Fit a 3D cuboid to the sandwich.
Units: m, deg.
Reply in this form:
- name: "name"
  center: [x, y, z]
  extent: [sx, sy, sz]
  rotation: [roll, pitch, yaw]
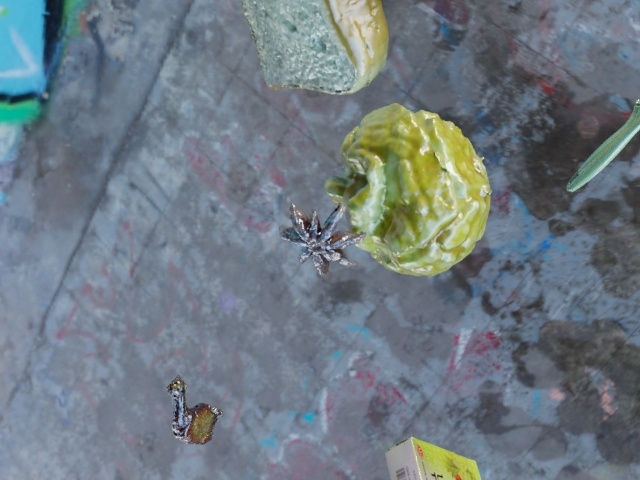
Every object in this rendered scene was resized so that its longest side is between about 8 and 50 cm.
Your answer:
- name: "sandwich"
  center: [-0.030, -0.303, 0.920]
  extent: [0.226, 0.087, 0.251]
  rotation: [16, 135, 46]

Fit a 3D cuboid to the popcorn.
- name: "popcorn"
  center: [0.148, -0.070, 1.220]
  extent: [0.247, 0.282, 0.282]
  rotation: [-41, 71, 23]

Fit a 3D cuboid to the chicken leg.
- name: "chicken leg"
  center: [-0.263, 0.356, 1.529]
  extent: [0.051, 0.253, 0.106]
  rotation: [15, 63, 19]

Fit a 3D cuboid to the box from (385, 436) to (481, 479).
- name: "box"
  center: [0.199, 0.445, 1.140]
  extent: [0.062, 0.175, 0.261]
  rotation: [-38, 42, 28]

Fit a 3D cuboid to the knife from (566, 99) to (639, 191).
- name: "knife"
  center: [0.308, -0.121, 0.722]
  extent: [0.207, 0.014, 0.030]
  rotation: [-51, 30, 34]

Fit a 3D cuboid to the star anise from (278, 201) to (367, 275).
- name: "star anise"
  center: [0.000, 0.002, 1.141]
  extent: [0.141, 0.042, 0.141]
  rotation: [12, 130, 14]
